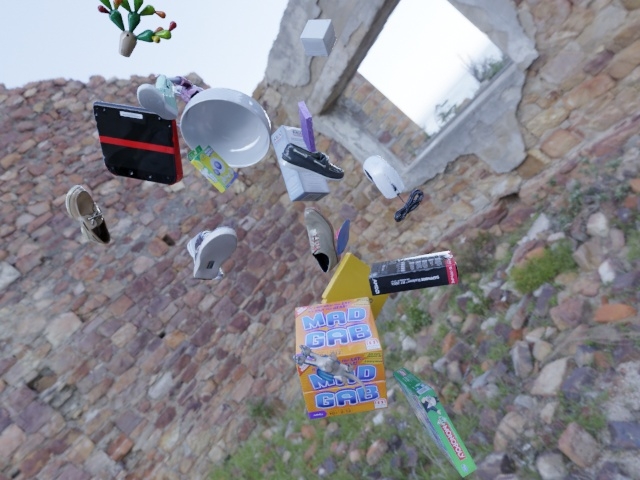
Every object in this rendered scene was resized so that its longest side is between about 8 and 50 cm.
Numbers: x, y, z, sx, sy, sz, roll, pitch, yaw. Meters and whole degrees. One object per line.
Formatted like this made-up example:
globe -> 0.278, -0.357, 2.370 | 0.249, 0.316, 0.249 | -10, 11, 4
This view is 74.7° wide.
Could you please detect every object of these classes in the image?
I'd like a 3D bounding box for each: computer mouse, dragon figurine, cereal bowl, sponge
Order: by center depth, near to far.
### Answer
computer mouse -> 0.188, -0.152, 1.140 | 0.106, 0.193, 0.042 | -40, -6, 1
dragon figurine -> 0.041, 0.457, 1.498 | 0.144, 0.289, 0.085 | -20, 40, 60
cereal bowl -> -0.344, -0.440, 1.587 | 0.339, 0.338, 0.141 | -47, 30, 50
sponge -> -0.060, -0.504, 1.892 | 0.031, 0.117, 0.210 | -19, -35, -8

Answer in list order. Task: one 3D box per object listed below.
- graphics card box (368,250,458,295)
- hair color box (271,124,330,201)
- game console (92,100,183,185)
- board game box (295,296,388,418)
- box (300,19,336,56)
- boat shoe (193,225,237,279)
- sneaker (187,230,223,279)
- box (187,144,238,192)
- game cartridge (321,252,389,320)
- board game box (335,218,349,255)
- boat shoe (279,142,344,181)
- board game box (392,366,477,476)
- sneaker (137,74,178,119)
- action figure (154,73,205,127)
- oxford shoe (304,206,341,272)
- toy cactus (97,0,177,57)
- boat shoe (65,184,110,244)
graphics card box -> 0.407, 0.142, 1.857 | 0.370, 0.095, 0.233 | -10, 12, 13
hair color box -> -0.103, -0.390, 2.147 | 0.185, 0.375, 0.113 | -5, -18, -44
game console -> -0.808, -0.426, 1.871 | 0.060, 0.385, 0.342 | -67, -15, -58
board game box -> 0.089, 0.526, 1.908 | 0.355, 0.357, 0.357 | -9, 30, 2
box -> -0.007, -0.773, 1.603 | 0.087, 0.101, 0.101 | 59, -133, -59
boat shoe -> -0.408, 0.007, 1.574 | 0.340, 0.127, 0.158 | -47, 47, 44
sneaker -> -0.537, 0.071, 1.977 | 0.115, 0.281, 0.105 | -52, -29, 20
box -> -0.393, -0.271, 1.533 | 0.043, 0.179, 0.105 | -34, 21, 34
game cartridge -> 0.186, 0.262, 2.101 | 0.286, 0.323, 0.052 | -59, 22, -12
board game box -> 0.089, -0.017, 1.882 | 0.133, 0.033, 0.169 | -52, -29, -44
boat shoe -> -0.016, -0.311, 1.672 | 0.302, 0.114, 0.091 | 6, -61, -39
board game box -> 0.301, 0.481, 1.163 | 0.046, 0.214, 0.317 | -30, -5, -5
sneaker -> -0.635, -0.581, 1.619 | 0.094, 0.151, 0.256 | -9, -4, 3
action figure -> -0.572, -0.672, 1.943 | 0.275, 0.370, 0.248 | -32, -40, -22
oxford shoe -> 0.000, 0.000, 2.074 | 0.122, 0.349, 0.130 | -12, 25, 34
toy cactus -> -0.551, -0.626, 1.234 | 0.181, 0.218, 0.112 | -55, 30, 29
boat shoe -> -1.042, -0.111, 1.913 | 0.341, 0.110, 0.122 | 99, -165, -53
